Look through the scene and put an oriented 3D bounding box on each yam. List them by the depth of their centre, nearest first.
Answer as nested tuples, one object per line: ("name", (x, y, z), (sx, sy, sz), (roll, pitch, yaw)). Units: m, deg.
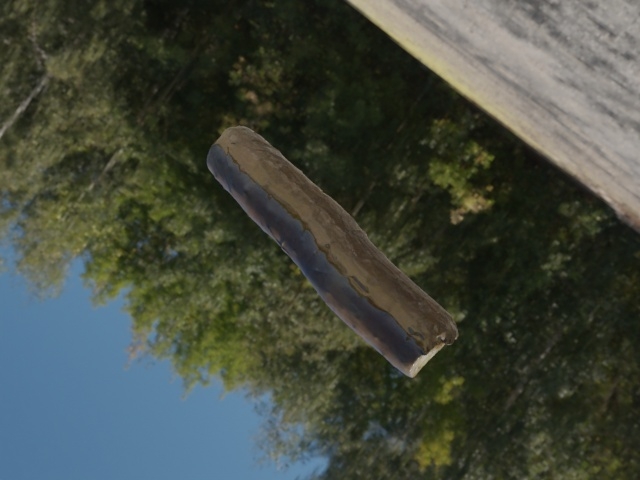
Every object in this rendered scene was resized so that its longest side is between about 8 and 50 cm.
("yam", (0.000, 0.000, 0.541), (0.241, 0.057, 0.057), (44, -168, 32))
